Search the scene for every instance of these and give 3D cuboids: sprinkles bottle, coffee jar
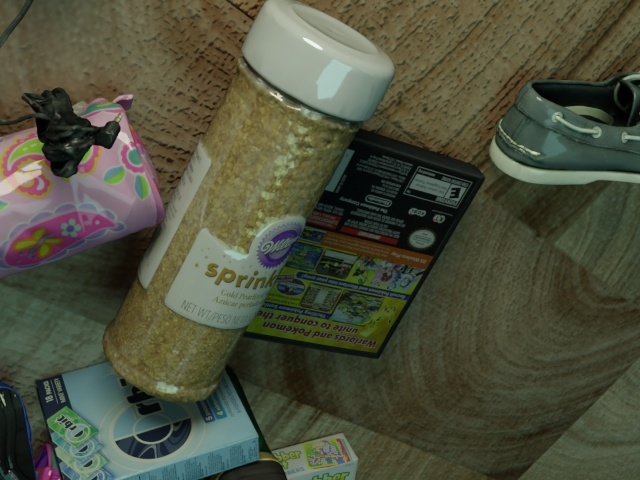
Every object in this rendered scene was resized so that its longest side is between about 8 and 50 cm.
[{"bbox_3d":[-0.070,-0.026,0.839,0.121,0.121,0.355,13,118,-35],"label":"sprinkles bottle"},{"bbox_3d":[-0.099,0.224,1.018,0.079,0.184,0.096,0,124,-29],"label":"coffee jar"}]

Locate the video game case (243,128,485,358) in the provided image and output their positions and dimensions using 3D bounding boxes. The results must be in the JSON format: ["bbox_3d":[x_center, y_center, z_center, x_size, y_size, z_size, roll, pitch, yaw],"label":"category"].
[{"bbox_3d":[0.000,0.000,0.989,0.274,0.035,0.248,13,117,-31],"label":"video game case"}]

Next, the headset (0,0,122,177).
[{"bbox_3d":[-0.225,-0.236,0.591,0.243,0.185,0.394,-21,121,-13],"label":"headset"}]

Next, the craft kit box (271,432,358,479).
[{"bbox_3d":[-0.085,0.374,1.236,0.249,0.061,0.247,-11,126,-22],"label":"craft kit box"}]

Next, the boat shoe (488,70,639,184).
[{"bbox_3d":[0.336,-0.128,1.035,0.319,0.116,0.099,-6,131,-19],"label":"boat shoe"}]

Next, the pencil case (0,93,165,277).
[{"bbox_3d":[-0.269,-0.027,0.780,0.284,0.124,0.124,-20,132,-15],"label":"pencil case"}]

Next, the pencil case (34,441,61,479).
[{"bbox_3d":[-0.196,0.283,1.040,0.236,0.104,0.104,14,117,-22],"label":"pencil case"}]

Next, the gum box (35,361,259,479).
[{"bbox_3d":[-0.174,0.179,0.960,0.184,0.157,0.041,-14,130,-20],"label":"gum box"}]

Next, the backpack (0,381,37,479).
[{"bbox_3d":[-0.331,0.195,0.929,0.098,0.101,0.120,-10,96,-27],"label":"backpack"}]
